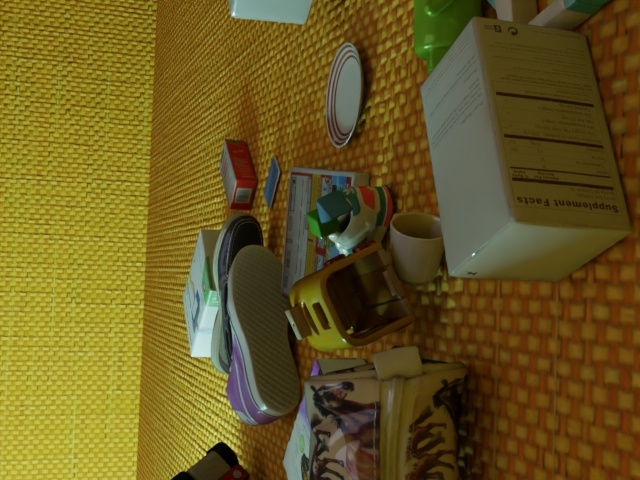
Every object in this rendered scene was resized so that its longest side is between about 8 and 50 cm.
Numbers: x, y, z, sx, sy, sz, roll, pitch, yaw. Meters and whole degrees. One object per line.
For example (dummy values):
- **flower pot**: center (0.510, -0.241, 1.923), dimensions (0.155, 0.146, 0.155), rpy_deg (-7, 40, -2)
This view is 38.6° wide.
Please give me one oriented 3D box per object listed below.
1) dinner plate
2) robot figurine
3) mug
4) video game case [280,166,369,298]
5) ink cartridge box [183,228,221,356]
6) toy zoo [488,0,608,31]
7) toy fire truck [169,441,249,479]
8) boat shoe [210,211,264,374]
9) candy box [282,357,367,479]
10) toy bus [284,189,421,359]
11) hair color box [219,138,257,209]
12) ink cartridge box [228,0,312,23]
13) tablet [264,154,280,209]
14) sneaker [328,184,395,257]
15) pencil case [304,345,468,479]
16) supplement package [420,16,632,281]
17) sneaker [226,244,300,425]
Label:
- **dinner plate**: center (0.036, -0.196, 1.236), dimensions (0.141, 0.017, 0.141), rpy_deg (-176, 90, -71)
- **robot figurine**: center (0.125, -0.219, 0.897), dimensions (0.101, 0.067, 0.115), rpy_deg (47, -136, -83)
- **mug**: center (0.102, 0.008, 0.961), dimensions (0.078, 0.062, 0.064), rpy_deg (-73, -12, -61)
- **video game case**: center (0.000, 0.000, 1.299), dimensions (0.285, 0.025, 0.203), rpy_deg (-162, 76, -71)
- **ink cartridge box**: center (-0.199, 0.104, 1.766), dimensions (0.212, 0.093, 0.154), rpy_deg (110, 154, -45)
- **toy zoo**: center (0.204, -0.273, 0.732), dimensions (0.293, 0.030, 0.192), rpy_deg (145, 126, -66)
- **toy fire truck**: center (-0.164, 0.512, 1.570), dimensions (0.246, 0.158, 0.217), rpy_deg (43, 141, 17)
- **boat shoe**: center (-0.126, 0.097, 1.557), dimensions (0.092, 0.103, 0.285), rpy_deg (14, 99, 52)
- **candy box**: center (0.020, 0.271, 1.129), dimensions (0.164, 0.070, 0.196), rpy_deg (-111, 30, -49)
- **toy bus**: center (0.017, 0.071, 1.002), dimensions (0.191, 0.104, 0.202), rpy_deg (45, 151, 44)
- **hair color box**: center (-0.160, -0.128, 1.758), dimensions (0.141, 0.043, 0.072), rpy_deg (-110, 29, -47)
- **ink cartridge box**: center (-0.070, -0.471, 1.290), dimensions (0.197, 0.114, 0.272), rpy_deg (112, 153, -48)
- **tablet**: center (-0.084, -0.100, 1.589), dimensions (0.054, 0.006, 0.083), rpy_deg (-110, 30, -50)
- **sneaker**: center (0.036, 0.004, 1.113), dimensions (0.057, 0.075, 0.161), rpy_deg (-118, 36, -57)
- **pencil case**: center (0.062, 0.305, 0.858), dimensions (0.183, 0.160, 0.410), rpy_deg (147, 124, -77)
- **supplement package**: center (0.156, -0.069, 0.725), dimensions (0.105, 0.105, 0.179), rpy_deg (130, 140, -59)
- **sneaker**: center (-0.117, 0.158, 1.470), dimensions (0.161, 0.102, 0.282), rpy_deg (137, 132, -57)
